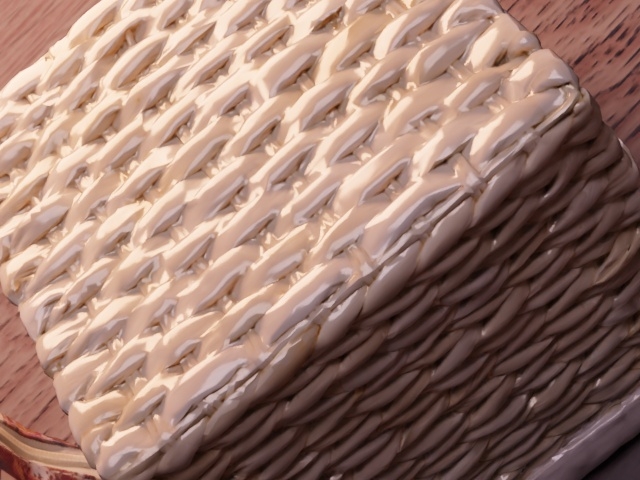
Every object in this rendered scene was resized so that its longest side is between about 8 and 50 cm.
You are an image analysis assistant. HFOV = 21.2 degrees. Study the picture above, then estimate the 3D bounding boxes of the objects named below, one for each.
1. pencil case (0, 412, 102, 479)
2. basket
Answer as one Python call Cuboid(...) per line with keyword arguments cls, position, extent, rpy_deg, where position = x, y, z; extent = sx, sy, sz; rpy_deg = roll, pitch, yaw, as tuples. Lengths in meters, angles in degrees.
Cuboid(cls="pencil case", position=(-0.277, 0.133, 0.994), extent=(0.183, 0.410, 0.160), rpy_deg=(-45, 39, 15))
Cuboid(cls="basket", position=(0.000, 0.000, 0.992), extent=(0.331, 0.266, 0.328), rpy_deg=(-40, 48, 4))
